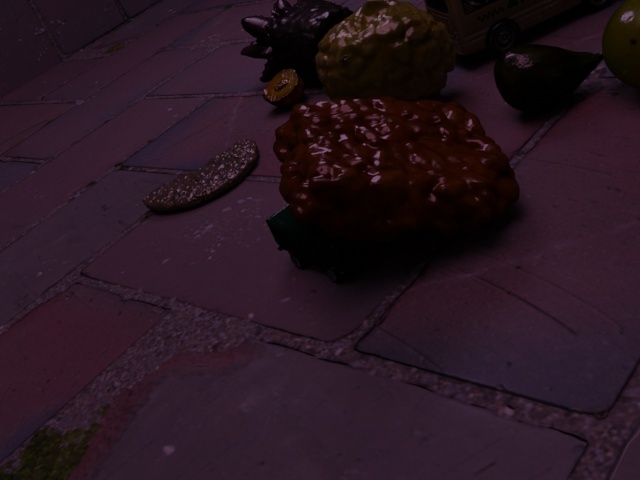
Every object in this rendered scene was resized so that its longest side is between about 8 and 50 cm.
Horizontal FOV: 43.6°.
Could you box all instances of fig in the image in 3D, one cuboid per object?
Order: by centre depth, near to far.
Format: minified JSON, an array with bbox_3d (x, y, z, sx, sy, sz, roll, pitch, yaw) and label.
[{"bbox_3d":[0.365,-0.261,1.259,0.177,0.117,0.117,-7,29,-3],"label":"fig"}]

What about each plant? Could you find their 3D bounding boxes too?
[{"bbox_3d":[-0.042,-0.459,1.814,0.194,0.182,0.320,-38,36,-23],"label":"plant"}]

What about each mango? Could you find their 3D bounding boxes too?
[{"bbox_3d":[0.518,-0.318,1.200,0.175,0.143,0.293,-13,20,32],"label":"mango"}]

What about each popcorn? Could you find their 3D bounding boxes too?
[{"bbox_3d":[0.110,-0.304,1.437,0.236,0.252,0.206,-3,40,-37],"label":"popcorn"}]

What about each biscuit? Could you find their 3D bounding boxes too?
[{"bbox_3d":[0.099,-0.105,1.104,0.318,0.111,0.312,2,29,-7],"label":"biscuit"},{"bbox_3d":[-0.209,-0.116,1.512,0.250,0.032,0.133,-32,31,-15],"label":"biscuit"}]

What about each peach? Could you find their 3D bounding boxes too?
[{"bbox_3d":[-0.074,-0.318,1.719,0.098,0.061,0.098,-24,46,27],"label":"peach"}]

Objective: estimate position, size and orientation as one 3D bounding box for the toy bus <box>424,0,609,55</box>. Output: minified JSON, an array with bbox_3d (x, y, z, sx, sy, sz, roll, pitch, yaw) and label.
[{"bbox_3d":[0.386,-0.504,1.539,0.365,0.202,0.177,-26,28,-5],"label":"toy bus"}]

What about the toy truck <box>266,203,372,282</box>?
[{"bbox_3d":[0.000,0.000,1.111,0.065,0.079,0.147,-38,34,-25],"label":"toy truck"}]
